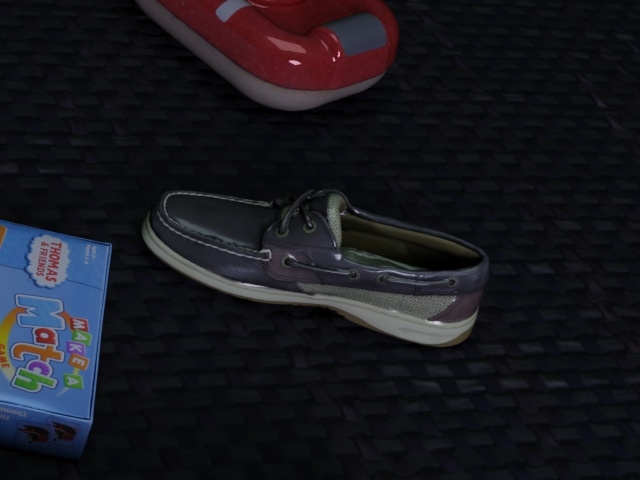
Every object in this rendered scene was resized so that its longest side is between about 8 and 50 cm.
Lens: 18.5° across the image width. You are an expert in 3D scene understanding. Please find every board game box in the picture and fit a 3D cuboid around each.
[{"bbox_3d":[-0.230,0.039,1.115,0.211,0.039,0.160,12,36,-10],"label":"board game box"}]

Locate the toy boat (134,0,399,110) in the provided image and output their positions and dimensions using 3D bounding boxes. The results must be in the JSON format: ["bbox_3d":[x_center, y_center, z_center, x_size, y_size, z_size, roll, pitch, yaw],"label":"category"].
[{"bbox_3d":[-0.040,-0.211,1.443,0.231,0.151,0.151,40,39,25],"label":"toy boat"}]

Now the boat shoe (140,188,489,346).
[{"bbox_3d":[0.001,0.001,1.248,0.223,0.073,0.080,17,35,-5],"label":"boat shoe"}]
